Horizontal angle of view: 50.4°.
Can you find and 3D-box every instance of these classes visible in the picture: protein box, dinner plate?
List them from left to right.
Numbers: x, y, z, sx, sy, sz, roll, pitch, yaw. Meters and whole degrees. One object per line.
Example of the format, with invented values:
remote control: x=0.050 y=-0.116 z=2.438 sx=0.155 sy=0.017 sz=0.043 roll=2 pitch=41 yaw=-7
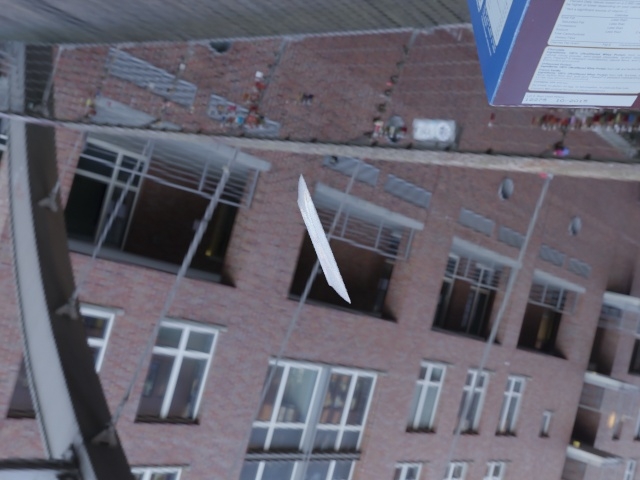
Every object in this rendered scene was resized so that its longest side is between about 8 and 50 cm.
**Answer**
dinner plate: x=0.000 y=0.000 z=0.693 sx=0.017 sy=0.141 sz=0.141 roll=-22 pitch=177 yaw=-1
protein box: x=0.199 y=-0.239 z=0.500 sx=0.136 sy=0.199 sz=0.201 roll=0 pitch=147 yaw=-3
